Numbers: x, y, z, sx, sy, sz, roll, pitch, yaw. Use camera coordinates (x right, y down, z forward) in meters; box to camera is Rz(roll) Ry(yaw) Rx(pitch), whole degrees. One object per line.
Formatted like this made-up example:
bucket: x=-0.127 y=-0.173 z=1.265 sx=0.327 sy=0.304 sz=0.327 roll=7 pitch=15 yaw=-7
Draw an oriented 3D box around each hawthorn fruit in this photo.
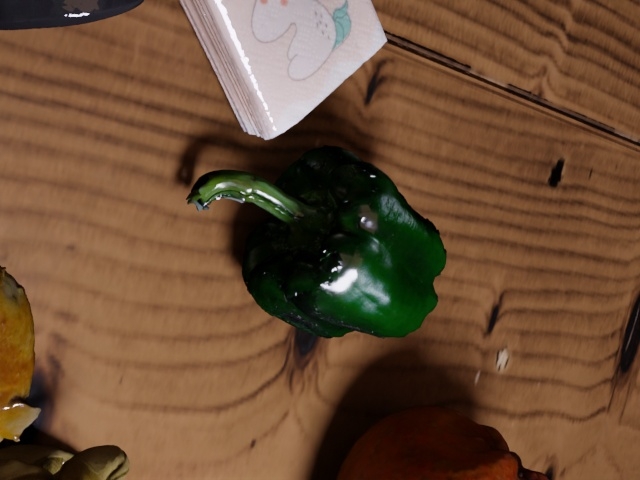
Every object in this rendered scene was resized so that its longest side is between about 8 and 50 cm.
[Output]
hawthorn fruit: x=0.113 y=0.335 z=1.464 sx=0.298 sy=0.277 sz=0.277 roll=-51 pitch=135 yaw=2

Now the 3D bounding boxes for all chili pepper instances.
chili pepper: x=0.000 y=0.000 z=1.300 sx=0.261 sy=0.165 sz=0.174 roll=30 pitch=93 yaw=-44

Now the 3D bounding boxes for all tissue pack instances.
tissue pack: x=-0.062 y=-0.264 z=1.213 sx=0.170 sy=0.071 sz=0.325 roll=-45 pitch=129 yaw=-24

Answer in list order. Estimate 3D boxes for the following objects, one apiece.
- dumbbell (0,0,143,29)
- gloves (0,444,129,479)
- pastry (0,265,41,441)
dumbbell: x=-0.209 y=-0.274 z=1.004 sx=0.152 sy=0.152 sz=0.218 roll=-24 pitch=119 yaw=-38
gloves: x=-0.254 y=0.251 z=1.113 sx=0.331 sy=0.141 sz=0.154 roll=-41 pitch=140 yaw=-73
pastry: x=-0.318 y=0.085 z=1.046 sx=0.218 sy=0.100 sz=0.229 roll=-3 pitch=110 yaw=-41
